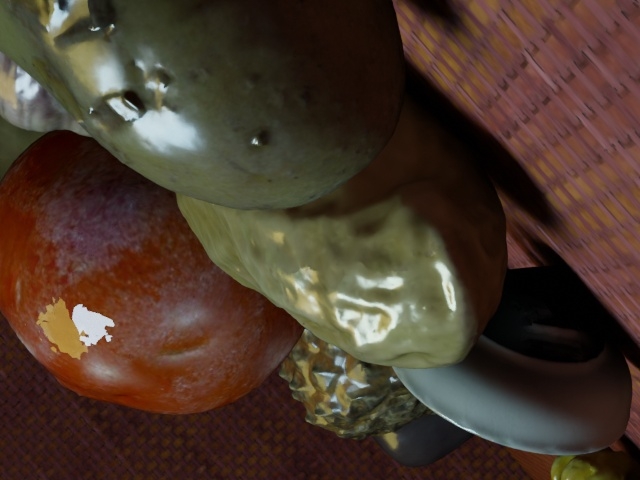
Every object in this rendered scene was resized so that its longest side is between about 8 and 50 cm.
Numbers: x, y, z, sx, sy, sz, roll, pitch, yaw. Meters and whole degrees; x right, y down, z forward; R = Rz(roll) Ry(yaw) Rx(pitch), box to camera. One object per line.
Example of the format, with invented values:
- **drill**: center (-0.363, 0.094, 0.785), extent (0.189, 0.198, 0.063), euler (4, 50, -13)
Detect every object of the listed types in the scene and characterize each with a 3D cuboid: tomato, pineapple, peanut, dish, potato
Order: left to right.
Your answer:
- **tomato**: center (-0.121, 0.022, 1.212), extent (0.232, 0.188, 0.232), euler (18, -177, -1)
- **potato**: center (-0.072, -0.125, 0.724), extent (0.262, 0.165, 0.165), euler (42, 176, 13)
- **pineapple**: center (0.000, 0.000, 1.567), extent (0.361, 0.175, 0.175), euler (64, -176, 24)
- **peanut**: center (0.004, -0.022, 0.968), extent (0.325, 0.140, 0.153), euler (-135, 38, -61)
- **dish**: center (0.113, 0.044, 0.963), extent (0.141, 0.078, 0.141), euler (14, -154, -7)

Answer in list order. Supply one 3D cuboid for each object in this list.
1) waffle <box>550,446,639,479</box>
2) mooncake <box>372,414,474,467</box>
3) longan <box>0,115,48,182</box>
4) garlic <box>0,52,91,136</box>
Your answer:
- **waffle**: center (0.264, 0.302, 1.357), extent (0.261, 0.151, 0.324), euler (53, 177, 37)
- **mooncake**: center (0.059, 0.093, 1.817), extent (0.306, 0.154, 0.306), euler (50, 175, 6)
- **longan**: center (-0.259, -0.186, 1.602), extent (0.319, 0.319, 0.319), euler (49, 178, 3)
- **garlic**: center (-0.178, -0.178, 1.157), extent (0.245, 0.245, 0.160), euler (47, 143, 41)
